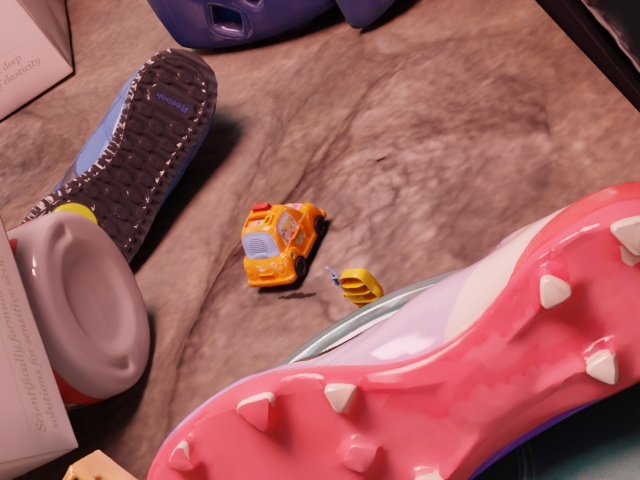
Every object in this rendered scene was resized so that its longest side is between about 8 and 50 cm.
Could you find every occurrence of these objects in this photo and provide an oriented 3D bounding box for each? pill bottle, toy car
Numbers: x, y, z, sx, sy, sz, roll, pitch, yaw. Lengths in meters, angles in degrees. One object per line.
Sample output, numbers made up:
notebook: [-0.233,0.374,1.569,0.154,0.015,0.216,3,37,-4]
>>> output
pill bottle: [-0.204,0.065,0.782,0.193,0.108,0.108,-22,35,20]
toy car: [0.000,0.000,0.741,0.122,0.040,0.060,10,54,48]

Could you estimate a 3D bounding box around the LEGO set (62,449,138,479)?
LEGO set: [-0.184,0.184,0.561,0.287,0.107,0.132,-28,65,36]

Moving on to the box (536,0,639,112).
box: [0.231,-0.306,0.570,0.472,0.297,0.480,-41,22,12]

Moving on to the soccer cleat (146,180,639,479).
soccer cleat: [0.045,0.055,0.540,0.248,0.083,0.095,-32,2,17]

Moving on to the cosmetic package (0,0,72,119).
cosmetic package: [-0.360,-0.230,1.254,0.217,0.156,0.385,-31,34,8]

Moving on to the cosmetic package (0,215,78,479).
cosmetic package: [-0.321,0.087,0.694,0.365,0.155,0.197,-26,77,30]

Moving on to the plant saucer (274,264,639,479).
plant saucer: [0.045,0.116,0.557,0.317,0.044,0.318,-24,34,18]

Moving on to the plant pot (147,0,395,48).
plant pot: [-0.015,-0.287,0.951,0.212,0.236,0.236,11,54,40]

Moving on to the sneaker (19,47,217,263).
sneaker: [-0.135,-0.029,0.893,0.209,0.069,0.082,-58,5,-16]
